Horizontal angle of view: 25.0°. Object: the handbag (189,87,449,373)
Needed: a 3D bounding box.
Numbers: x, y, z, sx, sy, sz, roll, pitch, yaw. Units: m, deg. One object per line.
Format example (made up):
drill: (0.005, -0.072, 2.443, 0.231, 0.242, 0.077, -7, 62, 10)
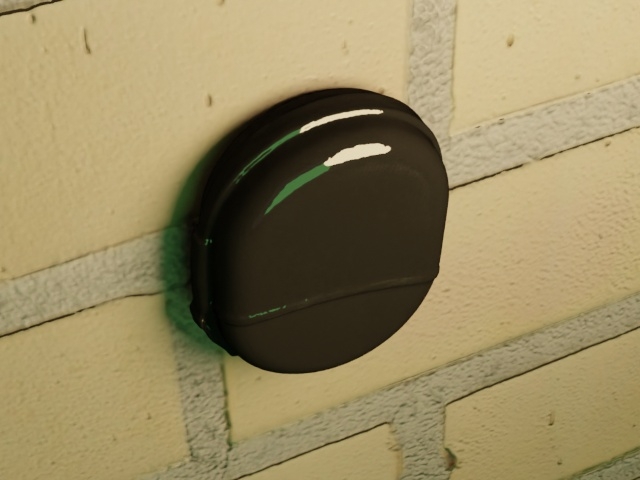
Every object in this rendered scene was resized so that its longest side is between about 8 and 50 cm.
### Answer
handbag: (0.001, 0.001, 1.352, 0.254, 0.093, 0.308, -16, 135, -21)
